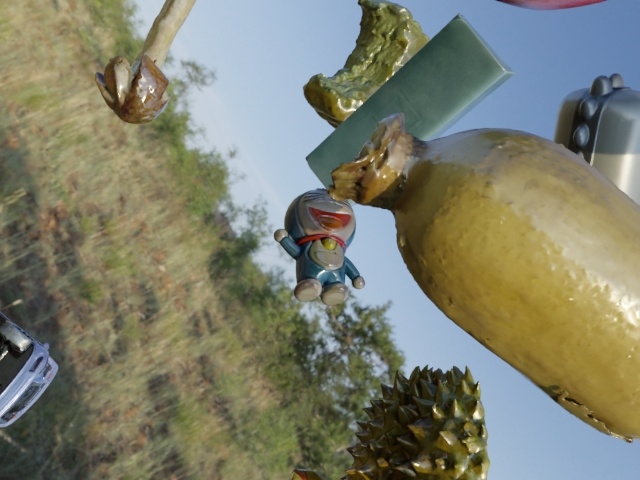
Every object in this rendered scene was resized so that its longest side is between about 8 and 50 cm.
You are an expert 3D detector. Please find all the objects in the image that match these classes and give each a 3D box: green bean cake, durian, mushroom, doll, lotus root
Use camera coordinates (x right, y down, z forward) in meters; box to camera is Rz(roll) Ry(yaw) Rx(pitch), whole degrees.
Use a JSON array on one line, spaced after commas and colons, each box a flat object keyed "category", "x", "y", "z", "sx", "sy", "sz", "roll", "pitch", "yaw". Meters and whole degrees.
[{"category": "green bean cake", "x": 0.110, "y": -0.301, "z": 1.188, "sx": 0.124, "sy": 0.236, "sz": 0.233, "roll": 32, "pitch": 0, "yaw": 45}, {"category": "durian", "x": 0.119, "y": 0.272, "z": 0.706, "sx": 0.186, "sy": 0.154, "sz": 0.260, "roll": -16, "pitch": -106, "yaw": 63}, {"category": "mushroom", "x": -0.147, "y": -0.193, "z": 0.585, "sx": 0.060, "sy": 0.187, "sz": 0.061, "roll": 7, "pitch": -19, "yaw": 41}, {"category": "doll", "x": 0.000, "y": 0.000, "z": 0.750, "sx": 0.085, "sy": 0.114, "sz": 0.151, "roll": 128, "pitch": -30, "yaw": -52}, {"category": "lotus root", "x": 0.150, "y": 0.019, "z": 0.409, "sx": 0.303, "sy": 0.130, "sz": 0.146, "roll": 39, "pitch": 9, "yaw": -1}]

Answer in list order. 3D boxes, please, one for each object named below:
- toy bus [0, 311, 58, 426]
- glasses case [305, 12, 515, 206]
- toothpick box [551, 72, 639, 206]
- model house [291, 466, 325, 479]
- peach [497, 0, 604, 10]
[{"category": "toy bus", "x": -0.439, "y": 0.141, "z": 0.804, "sx": 0.292, "sy": 0.125, "sz": 0.133, "roll": 24, "pitch": -22, "yaw": 35}, {"category": "glasses case", "x": 0.104, "y": -0.147, "z": 0.789, "sx": 0.105, "sy": 0.266, "sz": 0.056, "roll": 41, "pitch": 30, "yaw": -16}, {"category": "toothpick box", "x": 0.582, "y": -0.186, "z": 1.322, "sx": 0.229, "sy": 0.229, "sz": 0.316, "roll": -135, "pitch": -137, "yaw": -62}, {"category": "model house", "x": -0.018, "y": 0.454, "z": 0.848, "sx": 0.219, "sy": 0.136, "sz": 0.207, "roll": 40, "pitch": -55, "yaw": 20}, {"category": "peach", "x": 0.228, "y": -0.299, "z": 0.556, "sx": 0.196, "sy": 0.226, "sz": 0.189, "roll": 100, "pitch": -18, "yaw": -64}]
